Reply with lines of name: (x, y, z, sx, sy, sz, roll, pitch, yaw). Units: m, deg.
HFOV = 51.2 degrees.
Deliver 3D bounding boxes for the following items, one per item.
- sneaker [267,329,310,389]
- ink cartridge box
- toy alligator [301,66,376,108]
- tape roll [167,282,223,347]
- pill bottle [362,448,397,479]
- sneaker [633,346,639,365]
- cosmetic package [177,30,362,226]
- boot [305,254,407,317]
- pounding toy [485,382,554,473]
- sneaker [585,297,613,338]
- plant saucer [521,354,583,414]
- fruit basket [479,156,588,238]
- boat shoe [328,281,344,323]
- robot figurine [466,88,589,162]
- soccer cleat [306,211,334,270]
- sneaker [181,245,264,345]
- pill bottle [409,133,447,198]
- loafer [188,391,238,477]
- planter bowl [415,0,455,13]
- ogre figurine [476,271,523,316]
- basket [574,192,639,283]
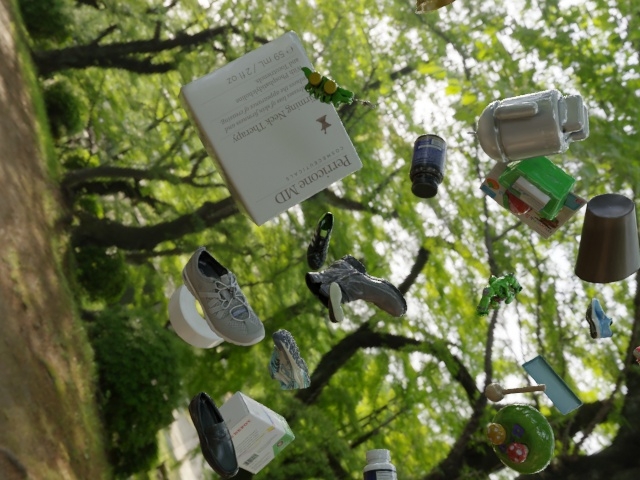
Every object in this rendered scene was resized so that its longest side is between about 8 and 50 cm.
sneaker: (-0.124, 0.415, 2.236, 0.110, 0.122, 0.282, -103, 175, -51)
ink cartridge box: (-0.258, 0.676, 2.343, 0.278, 0.201, 0.117, 44, 5, -42)
toy alligator: (0.028, -0.312, 1.437, 0.190, 0.051, 0.056, 33, 8, 15)
tape roll: (-0.456, 0.279, 2.655, 0.100, 0.286, 0.286, -38, -103, 40)
pill bottle: (0.166, 0.673, 1.855, 0.094, 0.094, 0.169, 72, 13, -56)
sneaker: (0.968, 0.365, 1.929, 0.136, 0.115, 0.314, 23, 17, 26)
cosmetic package: (-0.147, -0.299, 1.817, 0.393, 0.330, 0.327, 61, -8, -13)
boot: (0.118, 0.197, 2.339, 0.338, 0.223, 0.118, 34, -48, 32)
pounding toy: (0.500, 0.497, 1.748, 0.183, 0.110, 0.236, -11, -100, 46)
sneaker: (0.913, 0.259, 2.178, 0.063, 0.073, 0.162, 94, 4, -46)
plant saucer: (0.652, 0.409, 1.888, 0.192, 0.067, 0.018, 57, -9, 44)
fruit basket: (0.742, -0.157, 2.399, 0.327, 0.165, 0.353, 40, -24, 9)
boat shoe: (0.043, 0.200, 2.142, 0.042, 0.049, 0.132, -29, -118, 47)
robot figurine: (0.647, -0.356, 2.099, 0.300, 0.354, 0.199, 31, 58, -53)
soccer cleat: (0.000, 0.000, 1.962, 0.072, 0.060, 0.178, 110, -5, -74)
sneaker: (-0.235, 0.133, 1.591, 0.281, 0.105, 0.115, 44, -42, 19)
pill bottle: (0.383, -0.263, 2.385, 0.122, 0.123, 0.219, 72, 27, -55)
loafer: (-0.265, 0.481, 1.662, 0.223, 0.076, 0.078, 58, -39, 27)
planter bowl: (0.380, -0.802, 2.090, 0.217, 0.217, 0.090, 163, -96, -83)
ogre figurine: (0.640, 0.184, 2.382, 0.096, 0.197, 0.118, -108, -177, -49)
basket: (0.851, -0.013, 1.969, 0.154, 0.205, 0.226, -121, -166, -53)
